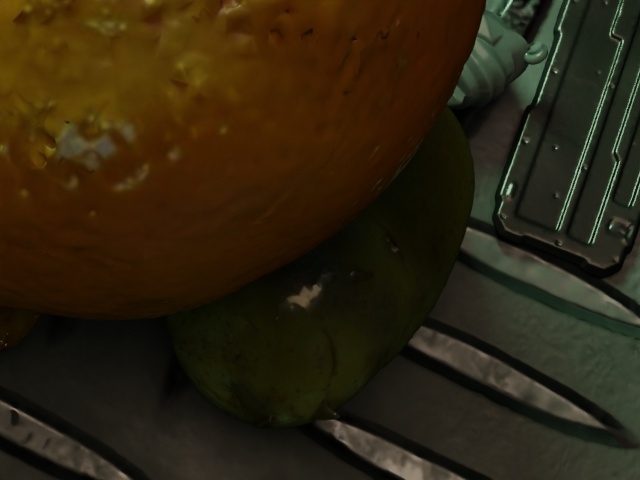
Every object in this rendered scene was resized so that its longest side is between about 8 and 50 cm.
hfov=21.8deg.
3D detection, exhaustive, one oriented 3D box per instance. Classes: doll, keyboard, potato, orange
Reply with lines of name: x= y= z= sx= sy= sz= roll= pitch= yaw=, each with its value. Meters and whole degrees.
doll: x=0.066 y=-0.127 z=1.146 sx=0.180 sy=0.079 sz=0.094 roll=0 pitch=48 yaw=6
keyboard: x=0.205 y=-0.103 z=1.183 sx=0.106 sy=0.016 sz=0.262 roll=21 pitch=72 yaw=0
potato: x=0.000 y=0.000 z=1.056 sx=0.169 sy=0.143 sz=0.248 roll=37 pitch=71 yaw=-2
orange: x=-0.114 y=-0.158 z=0.861 sx=0.424 sy=0.326 sz=0.424 roll=-1 pitch=104 yaw=-5

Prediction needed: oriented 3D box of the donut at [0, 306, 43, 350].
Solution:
donut: x=-0.221 y=0.032 z=1.069 sx=0.097 sy=0.043 sz=0.108 roll=44 pitch=71 yaw=7
